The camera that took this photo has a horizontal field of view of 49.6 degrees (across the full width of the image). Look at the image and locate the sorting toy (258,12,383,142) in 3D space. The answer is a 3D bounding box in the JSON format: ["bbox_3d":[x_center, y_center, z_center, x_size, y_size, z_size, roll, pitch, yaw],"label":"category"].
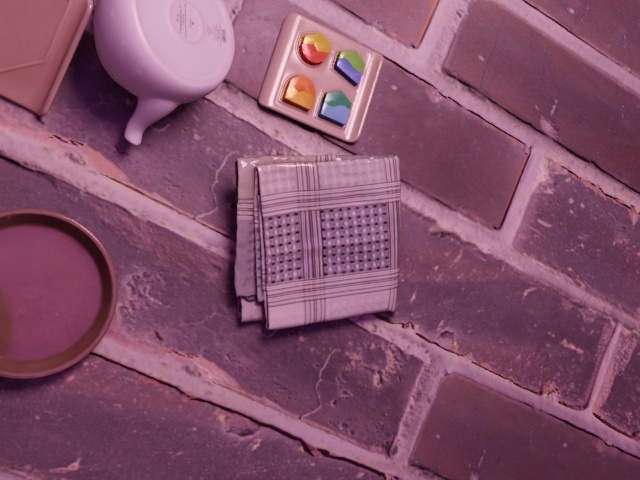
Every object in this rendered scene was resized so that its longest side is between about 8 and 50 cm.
[{"bbox_3d":[0.006,-0.309,1.319,0.208,0.038,0.192,20,82,-17],"label":"sorting toy"}]

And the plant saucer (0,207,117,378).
[{"bbox_3d":[-0.478,0.086,1.138,0.278,0.041,0.277,1,87,-19],"label":"plant saucer"}]

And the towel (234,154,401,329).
[{"bbox_3d":[0.000,0.000,1.261,0.324,0.056,0.312,-4,104,-18],"label":"towel"}]

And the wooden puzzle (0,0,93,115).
[{"bbox_3d":[-0.507,-0.346,1.102,0.239,0.044,0.221,28,113,-14],"label":"wooden puzzle"}]

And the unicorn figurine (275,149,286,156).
[{"bbox_3d":[-0.037,-0.094,1.291,0.162,0.060,0.111,11,84,-35],"label":"unicorn figurine"}]

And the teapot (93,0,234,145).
[{"bbox_3d":[-0.282,-0.339,1.154,0.252,0.187,0.256,55,45,-28],"label":"teapot"}]
